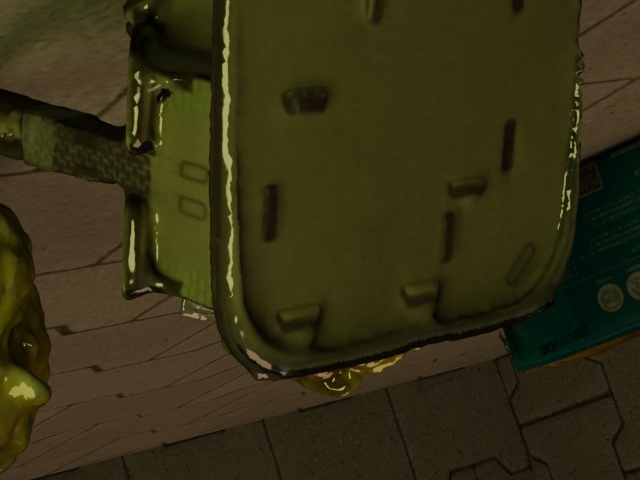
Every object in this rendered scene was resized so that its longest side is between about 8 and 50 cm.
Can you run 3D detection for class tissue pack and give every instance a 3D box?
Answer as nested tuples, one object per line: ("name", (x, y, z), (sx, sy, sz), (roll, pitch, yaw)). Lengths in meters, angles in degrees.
("tissue pack", (0.317, 0.009, 1.611), (0.271, 0.192, 0.134), (-24, 167, 34))

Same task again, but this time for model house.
("model house", (-0.041, -0.070, 0.756), (0.218, 0.204, 0.279), (-7, -165, -40))

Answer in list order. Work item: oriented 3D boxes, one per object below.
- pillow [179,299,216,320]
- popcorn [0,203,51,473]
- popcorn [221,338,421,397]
("pillow", (0.001, 0.000, 1.343), (0.254, 0.078, 0.144), (-24, 179, 29))
("popcorn", (-0.270, 0.061, 0.883), (0.251, 0.205, 0.237), (-4, -161, 43))
("popcorn", (0.017, 0.020, 1.171), (0.198, 0.197, 0.155), (-22, -171, 19))
